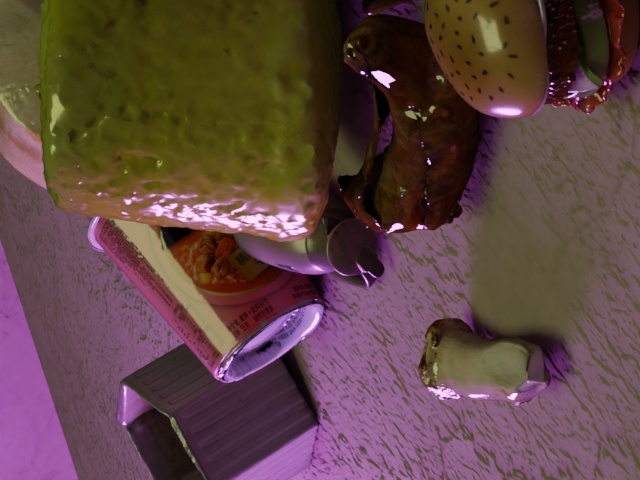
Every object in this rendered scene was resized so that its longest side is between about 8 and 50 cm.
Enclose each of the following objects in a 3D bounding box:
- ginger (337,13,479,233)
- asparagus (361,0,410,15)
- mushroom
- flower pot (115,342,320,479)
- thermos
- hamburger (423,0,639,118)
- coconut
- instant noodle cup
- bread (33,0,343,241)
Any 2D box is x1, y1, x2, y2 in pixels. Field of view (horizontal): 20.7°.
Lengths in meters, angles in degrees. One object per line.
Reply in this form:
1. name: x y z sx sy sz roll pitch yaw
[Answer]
1. ginger: 0.085 -0.100 1.638 0.133 0.107 0.309 29 149 13
2. asparagus: 0.094 -0.234 1.619 0.025 0.024 0.248 30 169 -19
3. mushroom: 0.167 0.121 1.717 0.209 0.071 0.084 0 80 65
4. flower pot: -0.139 0.249 2.368 0.239 0.190 0.209 62 155 -2
5. thermos: 0.000 0.000 1.987 0.137 0.105 0.193 51 162 -30
6. hamburger: 0.157 -0.174 1.365 0.175 0.137 0.175 46 146 45
7. coconut: -0.281 -0.211 2.199 0.323 0.323 0.323 51 152 40
8. instant noodle cup: -0.128 0.030 2.174 0.255 0.244 0.244 53 155 17
9. bread: -0.131 -0.174 1.758 0.348 0.308 0.348 -178 90 -87
